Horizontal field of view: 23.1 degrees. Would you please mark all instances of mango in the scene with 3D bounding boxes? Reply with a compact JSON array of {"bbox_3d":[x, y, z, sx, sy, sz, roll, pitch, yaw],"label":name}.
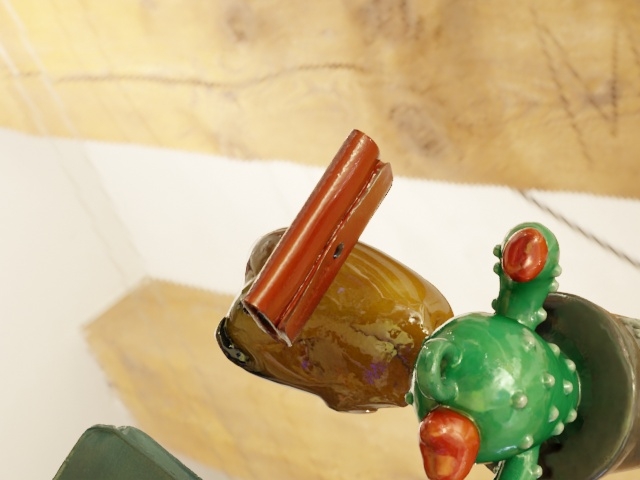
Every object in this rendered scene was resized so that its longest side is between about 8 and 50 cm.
[{"bbox_3d":[0.027,0.090,1.773,0.287,0.152,0.201,22,-45,18],"label":"mango"}]

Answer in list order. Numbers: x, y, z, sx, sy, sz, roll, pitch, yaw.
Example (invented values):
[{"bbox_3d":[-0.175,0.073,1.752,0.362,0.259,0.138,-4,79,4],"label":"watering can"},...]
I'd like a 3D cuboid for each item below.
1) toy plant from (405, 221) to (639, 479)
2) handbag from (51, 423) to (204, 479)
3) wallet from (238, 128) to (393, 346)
[{"bbox_3d":[0.198,0.126,1.409,0.185,0.400,0.279,35,-73,36],"label":"toy plant"},{"bbox_3d":[-0.179,0.306,1.559,0.229,0.179,0.062,37,5,23],"label":"handbag"},{"bbox_3d":[0.000,0.000,1.534,0.045,0.204,0.142,29,-11,17],"label":"wallet"}]
